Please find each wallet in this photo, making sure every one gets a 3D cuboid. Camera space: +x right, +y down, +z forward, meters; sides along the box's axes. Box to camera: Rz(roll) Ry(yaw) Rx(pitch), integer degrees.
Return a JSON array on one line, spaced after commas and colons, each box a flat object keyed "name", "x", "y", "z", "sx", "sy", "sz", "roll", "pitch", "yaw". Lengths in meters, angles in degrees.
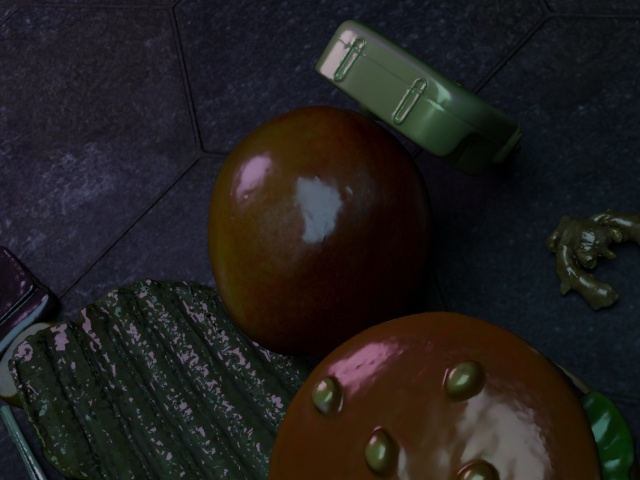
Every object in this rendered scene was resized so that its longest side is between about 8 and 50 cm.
[{"name": "wallet", "x": -0.530, "y": 0.130, "z": 1.611, "sx": 0.229, "sy": 0.049, "sz": 0.182, "roll": -46, "pitch": 54, "yaw": -9}]

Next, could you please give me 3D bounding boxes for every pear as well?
[{"name": "pear", "x": -0.389, "y": 0.191, "z": 1.493, "sx": 0.141, "sy": 0.104, "sz": 0.141, "roll": -28, "pitch": 37, "yaw": 24}]

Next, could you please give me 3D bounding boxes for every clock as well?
[{"name": "clock", "x": 0.153, "y": -0.171, "z": 1.365, "sx": 0.235, "sy": 0.308, "sz": 0.096, "roll": 39, "pitch": 103, "yaw": 32}]

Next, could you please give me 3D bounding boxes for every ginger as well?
[{"name": "ginger", "x": 0.385, "y": -0.002, "z": 1.322, "sx": 0.176, "sy": 0.052, "sz": 0.193, "roll": 26, "pitch": 76, "yaw": 24}]

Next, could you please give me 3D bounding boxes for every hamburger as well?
[{"name": "hamburger", "x": 0.125, "y": 0.275, "z": 1.106, "sx": 0.395, "sy": 0.277, "sz": 0.396, "roll": -11, "pitch": 68, "yaw": 28}]

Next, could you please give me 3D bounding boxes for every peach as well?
[{"name": "peach", "x": 0.000, "y": 0.000, "z": 1.331, "sx": 0.308, "sy": 0.308, "sz": 0.332, "roll": -10, "pitch": 65, "yaw": 16}]

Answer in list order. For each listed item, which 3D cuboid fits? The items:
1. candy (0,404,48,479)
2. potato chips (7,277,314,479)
[{"name": "candy", "x": -0.385, "y": 0.338, "z": 1.436, "sx": 0.093, "sy": 0.092, "sz": 0.335, "roll": -43, "pitch": 49, "yaw": 1}, {"name": "potato chips", "x": -0.196, "y": 0.203, "z": 1.363, "sx": 0.358, "sy": 0.070, "sz": 0.429, "roll": -25, "pitch": 52, "yaw": -25}]
